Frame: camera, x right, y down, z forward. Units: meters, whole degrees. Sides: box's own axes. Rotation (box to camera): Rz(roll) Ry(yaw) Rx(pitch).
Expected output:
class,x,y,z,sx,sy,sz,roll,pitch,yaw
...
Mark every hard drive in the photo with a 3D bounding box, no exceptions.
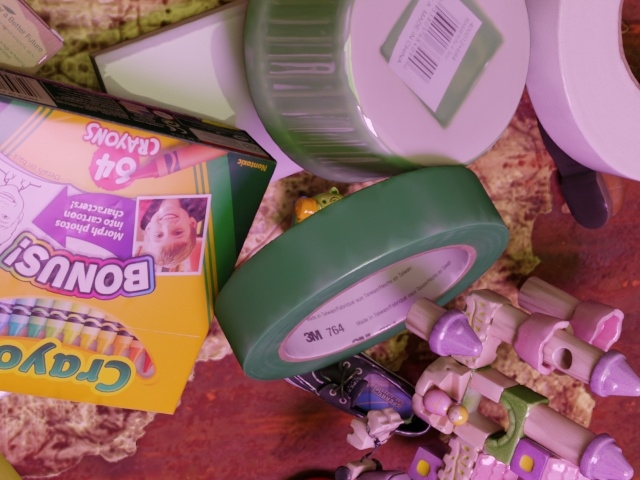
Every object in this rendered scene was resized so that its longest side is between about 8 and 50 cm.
class,x,y,z,sx,sy,sz,roll,pitch,yaw
hard drive,-0.076,-0.163,1.723,0.307,0.040,0.203,-22,111,-13

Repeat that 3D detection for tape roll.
class,x,y,z,sx,sy,sz,roll,pitch,yaw
tape roll,0.391,-0.258,1.783,0.392,0.072,0.392,-10,108,-34
tape roll,0.045,0.039,1.671,0.321,0.321,0.077,-25,73,-11

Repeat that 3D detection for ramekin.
class,x,y,z,sx,sy,sz,roll,pitch,yaw
ramekin,0.082,-0.207,1.653,0.303,0.148,0.303,-6,100,-38

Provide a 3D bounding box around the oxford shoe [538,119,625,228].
class,x,y,z,sx,sy,sz,roll,pitch,yaw
oxford shoe,0.315,-0.125,1.863,0.076,0.076,0.212,-32,114,-41

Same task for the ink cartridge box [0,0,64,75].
class,x,y,z,sx,sy,sz,roll,pitch,yaw
ink cartridge box,-0.410,-0.219,1.565,0.193,0.088,0.234,-45,114,-4

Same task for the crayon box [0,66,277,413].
class,x,y,z,sx,sy,sz,roll,pitch,yaw
crayon box,-0.269,0.004,1.607,0.363,0.106,0.313,12,109,-31

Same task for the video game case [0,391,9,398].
class,x,y,z,sx,sy,sz,roll,pitch,yaw
video game case,-0.473,0.114,1.661,0.210,0.042,0.232,-28,112,-11

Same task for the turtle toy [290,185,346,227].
class,x,y,z,sx,sy,sz,roll,pitch,yaw
turtle toy,0.000,0.000,1.778,0.095,0.066,0.130,7,103,-25

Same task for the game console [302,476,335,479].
class,x,y,z,sx,sy,sz,roll,pitch,yaw
game console,0.093,0.475,1.927,0.387,0.060,0.342,12,106,-12

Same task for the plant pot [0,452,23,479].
class,x,y,z,sx,sy,sz,roll,pitch,yaw
plant pot,-0.409,0.364,1.604,0.227,0.207,0.228,-31,100,22

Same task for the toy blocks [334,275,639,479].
class,x,y,z,sx,sy,sz,roll,pitch,yaw
toy blocks,0.230,0.221,1.742,0.309,0.260,0.288,-4,118,-49

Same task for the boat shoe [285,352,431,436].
class,x,y,z,sx,sy,sz,roll,pitch,yaw
boat shoe,0.038,0.170,1.833,0.228,0.076,0.080,34,92,-24
